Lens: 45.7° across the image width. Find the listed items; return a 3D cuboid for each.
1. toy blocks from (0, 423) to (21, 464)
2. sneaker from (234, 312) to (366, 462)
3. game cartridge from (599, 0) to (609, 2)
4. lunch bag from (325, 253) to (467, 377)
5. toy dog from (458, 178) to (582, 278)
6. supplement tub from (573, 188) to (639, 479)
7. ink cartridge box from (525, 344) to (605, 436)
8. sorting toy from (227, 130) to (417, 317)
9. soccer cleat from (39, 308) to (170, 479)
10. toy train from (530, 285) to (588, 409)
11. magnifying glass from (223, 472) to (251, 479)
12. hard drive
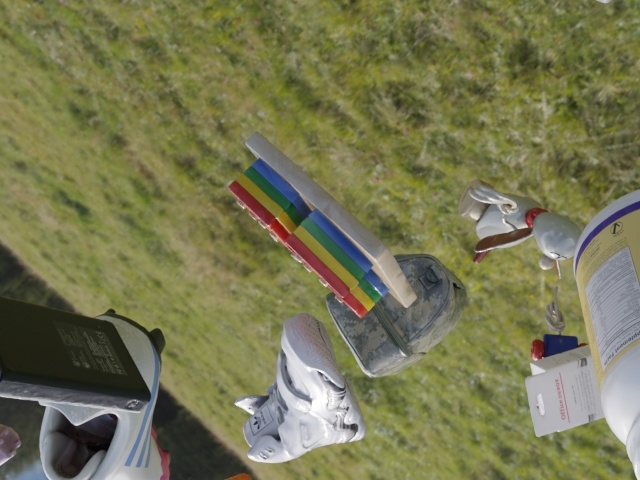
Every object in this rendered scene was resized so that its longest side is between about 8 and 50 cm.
[{"bbox_3d":[-0.537,0.290,1.074,0.260,0.288,0.309,-20,123,19],"label":"toy blocks"},{"bbox_3d":[-0.053,0.274,1.309,0.366,0.210,0.137,68,180,-50],"label":"sneaker"},{"bbox_3d":[0.341,-0.408,0.775,0.062,0.198,0.297,33,174,28],"label":"game cartridge"},{"bbox_3d":[0.183,0.145,1.629,0.212,0.256,0.305,61,-171,17],"label":"lunch bag"},{"bbox_3d":[0.354,-0.003,1.417,0.220,0.161,0.334,22,-169,7],"label":"toy dog"},{"bbox_3d":[0.444,0.115,0.897,0.241,0.331,0.241,3,134,3],"label":"supplement tub"},{"bbox_3d":[0.402,0.233,1.206,0.060,0.180,0.104,-155,52,-78],"label":"ink cartridge box"},{"bbox_3d":[0.000,0.000,1.086,0.255,0.089,0.257,43,176,24],"label":"sorting toy"},{"bbox_3d":[-0.231,0.215,0.779,0.116,0.143,0.331,19,132,12],"label":"soccer cleat"},{"bbox_3d":[0.452,0.230,1.464,0.105,0.248,0.143,4,151,7],"label":"toy train"},{"bbox_3d":[-0.180,0.332,0.928,0.231,0.092,0.026,-28,123,24],"label":"magnifying glass"},{"bbox_3d":[-0.203,0.087,0.586,0.135,0.022,0.094,26,-161,-51],"label":"hard drive"}]
